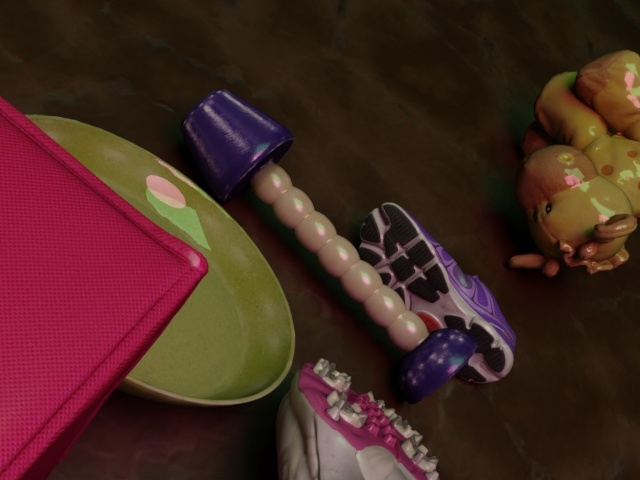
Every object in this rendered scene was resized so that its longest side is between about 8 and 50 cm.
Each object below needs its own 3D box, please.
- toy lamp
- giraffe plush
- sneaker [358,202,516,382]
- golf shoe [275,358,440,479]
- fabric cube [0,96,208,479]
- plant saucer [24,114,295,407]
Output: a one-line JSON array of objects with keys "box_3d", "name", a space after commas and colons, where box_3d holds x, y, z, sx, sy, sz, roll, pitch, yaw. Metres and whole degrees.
[{"box_3d": [0.000, 0.000, 0.681, 0.275, 0.080, 0.080, 49, 48, 3], "name": "toy lamp"}, {"box_3d": [0.242, -0.044, 0.807, 0.170, 0.181, 0.210, -33, 63, -30], "name": "giraffe plush"}, {"box_3d": [0.097, 0.040, 0.735, 0.170, 0.068, 0.071, 52, 32, -3], "name": "sneaker"}, {"box_3d": [0.005, 0.170, 0.501, 0.115, 0.140, 0.306, 38, 7, -15], "name": "golf shoe"}, {"box_3d": [-0.247, 0.067, 0.356, 0.254, 0.259, 0.258, 40, 47, -1], "name": "fabric cube"}, {"box_3d": [-0.121, 0.016, 0.570, 0.241, 0.037, 0.241, 35, 25, -19], "name": "plant saucer"}]
